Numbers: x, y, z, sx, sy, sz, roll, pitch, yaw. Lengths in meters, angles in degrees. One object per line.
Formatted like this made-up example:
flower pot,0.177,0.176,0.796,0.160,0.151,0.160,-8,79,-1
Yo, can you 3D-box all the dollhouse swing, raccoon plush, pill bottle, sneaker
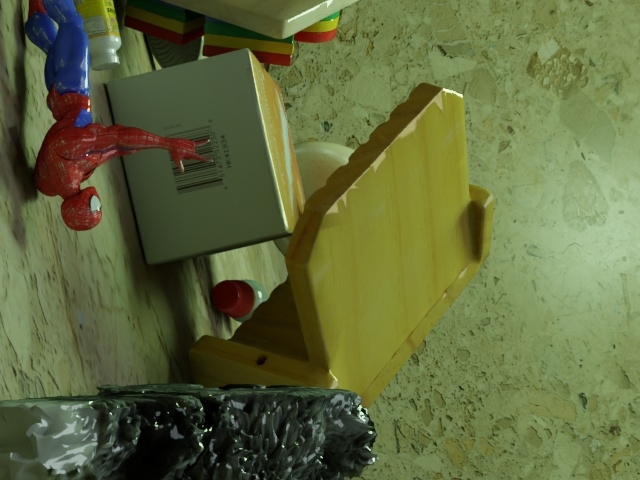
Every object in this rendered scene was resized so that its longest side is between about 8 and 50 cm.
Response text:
dollhouse swing,0.000,0.000,1.274,0.347,0.315,0.305,-47,129,-31
raccoon plush,-0.121,0.260,0.826,0.446,0.216,0.299,9,81,-55
pill bottle,-0.233,-0.222,1.163,0.043,0.043,0.083,21,56,-85
sneaker,-0.211,-0.340,1.587,0.118,0.083,0.222,-90,169,-86

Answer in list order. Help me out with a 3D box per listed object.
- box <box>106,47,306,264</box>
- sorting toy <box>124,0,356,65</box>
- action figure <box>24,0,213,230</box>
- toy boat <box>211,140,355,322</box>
box,-0.125,-0.095,1.396,0.345,0.168,0.215,-20,98,-86
sorting toy,-0.098,-0.305,1.421,0.257,0.255,0.089,-40,146,-52
action figure,-0.179,-0.128,0.948,0.091,0.139,0.280,-47,-137,50
toy boat,-0.025,0.007,1.648,0.267,0.318,0.148,53,5,13
